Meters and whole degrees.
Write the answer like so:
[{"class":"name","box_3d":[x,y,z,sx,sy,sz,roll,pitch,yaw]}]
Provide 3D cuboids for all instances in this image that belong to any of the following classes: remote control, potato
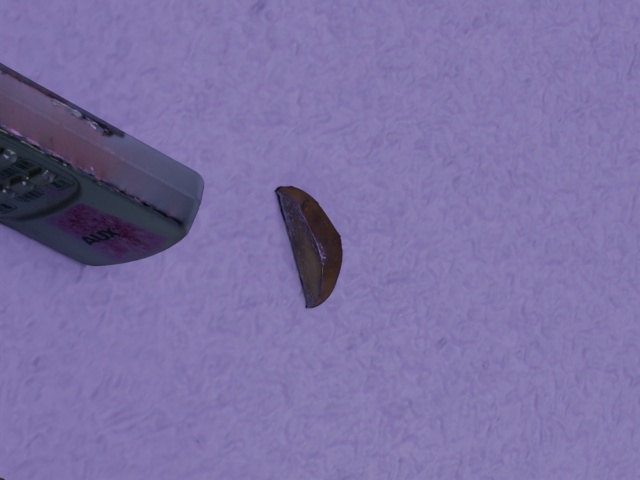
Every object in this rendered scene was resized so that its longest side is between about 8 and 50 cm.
[{"class":"remote control","box_3d":[-0.239,-0.079,1.137,0.344,0.145,0.050,29,65,-27]},{"class":"potato","box_3d":[0.001,0.000,1.354,0.037,0.036,0.093,-17,93,-31]}]

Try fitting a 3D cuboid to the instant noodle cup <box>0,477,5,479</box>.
[{"class":"instant noodle cup","box_3d":[-0.162,0.322,1.067,0.221,0.311,0.311,37,65,-37]}]
